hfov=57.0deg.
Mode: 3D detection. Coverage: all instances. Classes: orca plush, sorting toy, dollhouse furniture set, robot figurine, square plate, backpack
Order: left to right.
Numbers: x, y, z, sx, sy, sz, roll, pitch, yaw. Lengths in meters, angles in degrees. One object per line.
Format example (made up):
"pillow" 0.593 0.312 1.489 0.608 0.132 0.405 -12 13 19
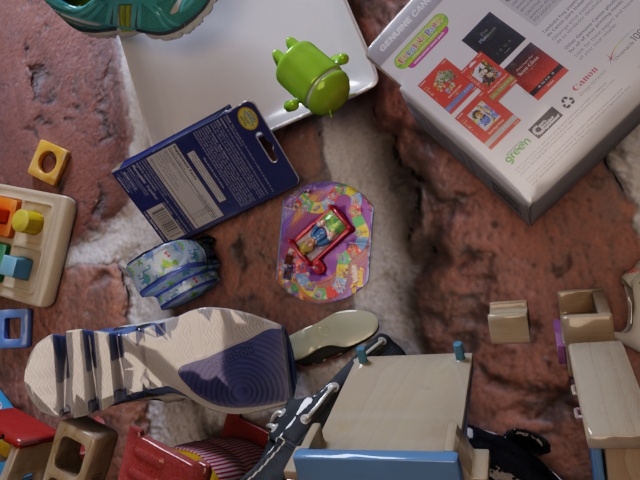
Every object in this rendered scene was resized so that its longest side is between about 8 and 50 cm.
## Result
"sorting toy" -0.502 0.000 0.953 0.196 0.047 0.347 11 86 20
"dollhouse furniture set" -0.247 0.273 0.758 0.374 0.201 0.152 15 88 26
"backpack" -0.197 0.045 0.807 0.105 0.114 0.084 -30 80 12
"square plate" -0.124 -0.295 0.862 0.347 0.049 0.343 -23 77 15
"robot figurine" -0.010 -0.207 0.752 0.101 0.067 0.115 -44 74 -5
"dollhouse furniture set" 0.152 0.206 0.598 0.304 0.286 0.198 -7 108 19
"orca plush" 0.220 0.311 0.635 0.151 0.102 0.287 -41 72 10

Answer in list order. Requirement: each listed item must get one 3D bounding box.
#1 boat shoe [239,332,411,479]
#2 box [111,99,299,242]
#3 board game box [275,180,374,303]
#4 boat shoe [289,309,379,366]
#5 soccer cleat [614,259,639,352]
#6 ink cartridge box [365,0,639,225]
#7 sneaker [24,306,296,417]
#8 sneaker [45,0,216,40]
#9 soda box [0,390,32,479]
"boat shoe" -0.007 0.216 0.671 0.303 0.114 0.091 -29 65 -32
"box" -0.154 -0.092 0.814 0.225 0.036 0.136 -23 116 15
"board game box" 0.000 0.000 0.789 0.133 0.033 0.168 3 84 19
"boat shoe" 0.016 0.127 0.764 0.133 0.042 0.048 -23 56 15
"soccer cleat" 0.374 0.029 0.641 0.076 0.068 0.196 16 91 23
"ink cartridge box" 0.256 -0.225 0.680 0.309 0.130 0.272 -45 70 8
"sneaker" -0.189 0.151 0.773 0.316 0.182 0.127 -3 86 1
"sneaker" -0.270 -0.347 0.835 0.276 0.110 0.106 -2 82 19
"soda box" -0.501 0.300 0.900 0.210 0.071 0.067 41 98 19
